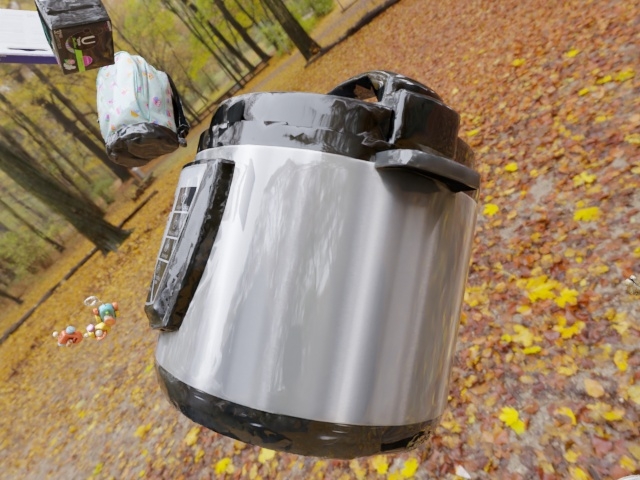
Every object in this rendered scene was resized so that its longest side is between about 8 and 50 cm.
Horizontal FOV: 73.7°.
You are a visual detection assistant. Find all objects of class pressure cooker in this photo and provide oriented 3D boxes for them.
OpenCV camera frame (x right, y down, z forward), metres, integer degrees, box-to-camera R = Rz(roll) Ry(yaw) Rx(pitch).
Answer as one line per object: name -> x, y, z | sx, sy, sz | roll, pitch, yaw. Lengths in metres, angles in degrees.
pressure cooker -> 0.005, 0.001, 0.557 | 0.370, 0.375, 0.420 | 10, 87, 22

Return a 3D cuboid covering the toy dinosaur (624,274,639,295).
toy dinosaur -> 0.466, 0.071, 0.521 | 0.092, 0.183, 0.053 | -64, -10, 12

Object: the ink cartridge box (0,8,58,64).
ink cartridge box -> -0.537, -0.364, 0.785 | 0.223, 0.045, 0.224 | -11, 47, -28

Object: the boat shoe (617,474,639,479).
boat shoe -> 0.162, 0.170, 0.206 | 0.103, 0.113, 0.302 | 6, 80, 58

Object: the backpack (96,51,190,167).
backpack -> -0.326, -0.240, 0.768 | 0.152, 0.115, 0.182 | -13, 76, 19

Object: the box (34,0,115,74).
box -> -0.273, -0.236, 0.478 | 0.062, 0.052, 0.083 | -27, -2, -25

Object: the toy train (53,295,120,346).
toy train -> -0.593, 0.223, 1.100 | 0.166, 0.125, 0.046 | -49, 53, 12
